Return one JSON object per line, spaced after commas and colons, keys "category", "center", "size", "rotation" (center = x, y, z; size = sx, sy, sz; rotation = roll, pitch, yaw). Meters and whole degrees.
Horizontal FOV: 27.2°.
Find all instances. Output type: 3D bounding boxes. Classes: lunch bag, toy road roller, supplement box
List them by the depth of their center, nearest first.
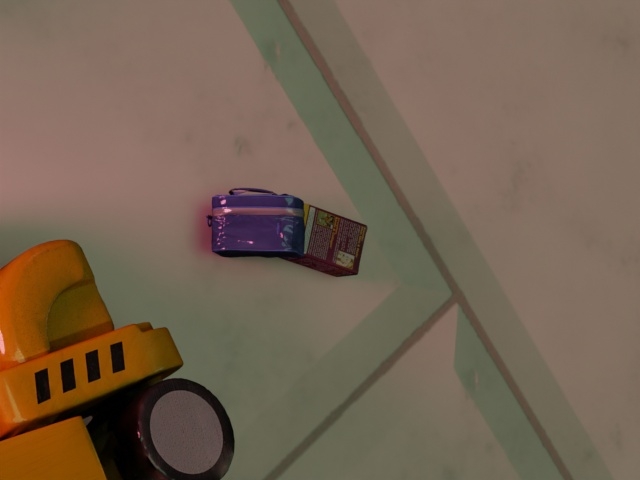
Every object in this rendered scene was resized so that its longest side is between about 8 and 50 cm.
{"category": "toy road roller", "center": [-0.258, 0.145, 1.063], "size": [0.329, 0.202, 0.240], "rotation": [-18, 80, -45]}
{"category": "lunch bag", "center": [-0.064, -0.018, 1.287], "size": [0.098, 0.067, 0.065], "rotation": [1, 83, 7]}
{"category": "supplement box", "center": [0.000, 0.000, 1.355], "size": [0.083, 0.043, 0.055], "rotation": [20, 73, -30]}
